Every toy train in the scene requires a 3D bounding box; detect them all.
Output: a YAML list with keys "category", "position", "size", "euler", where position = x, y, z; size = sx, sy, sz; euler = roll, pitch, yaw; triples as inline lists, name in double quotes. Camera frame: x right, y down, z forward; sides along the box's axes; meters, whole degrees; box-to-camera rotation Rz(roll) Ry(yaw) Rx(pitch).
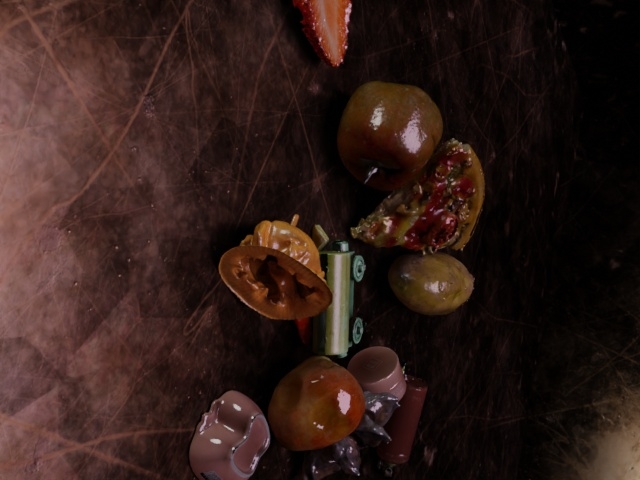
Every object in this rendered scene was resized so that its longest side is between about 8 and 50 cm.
- category: "toy train"
  position: [0.026, 0.153, 1.852]
  size: [0.189, 0.126, 0.308]
  euler: [-5, 98, -57]

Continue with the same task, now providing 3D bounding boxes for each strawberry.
- category: "strawberry"
  position: [-0.005, -0.567, 1.782]
  size: [0.188, 0.106, 0.286]
  euler: [-40, 138, -43]

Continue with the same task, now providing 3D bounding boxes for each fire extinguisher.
- category: "fire extinguisher"
  position: [0.238, 0.574, 2.216]
  size: [0.147, 0.106, 0.337]
  euler: [-16, 122, -74]

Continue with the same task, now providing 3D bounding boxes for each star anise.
- category: "star anise"
  position: [0.060, 0.490, 1.853]
  size: [0.139, 0.316, 0.359]
  euler: [44, 10, -16]

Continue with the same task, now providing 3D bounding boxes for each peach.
- category: "peach"
  position: [-0.018, 0.397, 1.751]
  size: [0.235, 0.214, 0.214]
  euler: [-38, 130, -11]

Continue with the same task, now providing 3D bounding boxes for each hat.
- category: "hat"
  position: [-0.071, 0.019, 1.646]
  size: [0.233, 0.244, 0.233]
  euler: [-73, 155, -44]

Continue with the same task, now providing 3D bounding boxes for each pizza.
- category: "pizza"
  position: [0.284, -0.056, 2.066]
  size: [0.406, 0.130, 0.440]
  euler: [-24, 140, -9]

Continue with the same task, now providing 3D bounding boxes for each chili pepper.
- category: "chili pepper"
  position: [-0.053, 0.147, 1.788]
  size: [0.071, 0.063, 0.272]
  euler: [-54, 147, -43]

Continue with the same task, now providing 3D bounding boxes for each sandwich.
- category: "sandwich"
  position: [0.000, 0.000, 1.878]
  size: [0.031, 0.044, 0.083]
  euler: [4, 86, -52]

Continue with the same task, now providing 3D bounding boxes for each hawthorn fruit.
- category: "hawthorn fruit"
  position: [0.168, -0.260, 1.920]
  size: [0.268, 0.267, 0.301]
  euler: [48, 60, -47]

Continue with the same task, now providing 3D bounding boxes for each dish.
- category: "dish"
  position: [-0.180, 0.440, 1.591]
  size: [0.213, 0.090, 0.213]
  euler: [-8, 100, -56]

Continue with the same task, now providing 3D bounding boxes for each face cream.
- category: "face cream"
  position: [0.158, 0.384, 2.049]
  size: [0.149, 0.149, 0.104]
  euler: [-52, 134, -41]

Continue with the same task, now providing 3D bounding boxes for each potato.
- category: "potato"
  position: [0.313, 0.125, 2.217]
  size: [0.266, 0.229, 0.229]
  euler: [19, 76, -60]

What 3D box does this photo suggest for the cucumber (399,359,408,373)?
- category: "cucumber"
  position: [0.205, 0.439, 2.225]
  size: [0.220, 0.046, 0.070]
  euler: [-31, 120, -50]
